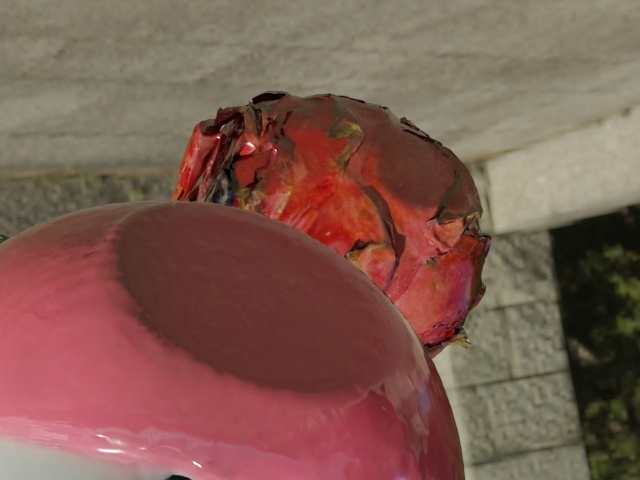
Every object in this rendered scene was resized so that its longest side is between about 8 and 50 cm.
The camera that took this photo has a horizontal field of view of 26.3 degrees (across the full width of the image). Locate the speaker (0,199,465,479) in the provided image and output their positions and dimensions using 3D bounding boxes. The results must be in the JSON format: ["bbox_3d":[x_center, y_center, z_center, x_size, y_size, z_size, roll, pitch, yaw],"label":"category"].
[{"bbox_3d":[-0.079,0.134,0.660,0.294,0.294,0.294,-9,173,-1],"label":"speaker"}]

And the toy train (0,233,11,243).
[{"bbox_3d":[-0.196,0.066,1.018,0.178,0.105,0.071,28,171,-40],"label":"toy train"}]

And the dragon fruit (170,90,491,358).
[{"bbox_3d":[0.000,0.000,1.258,0.301,0.296,0.295,-3,172,-12],"label":"dragon fruit"}]
